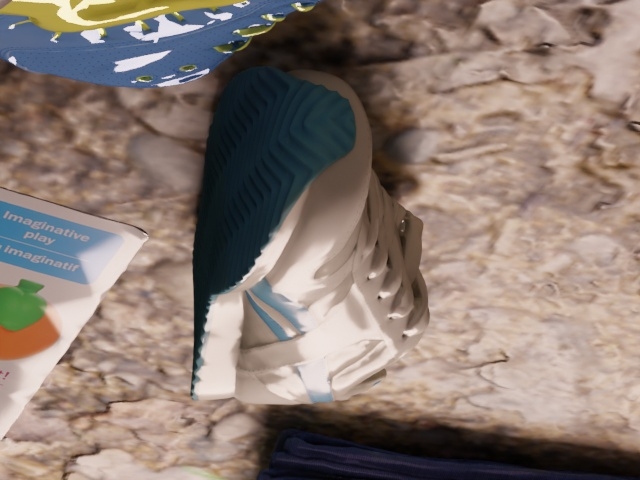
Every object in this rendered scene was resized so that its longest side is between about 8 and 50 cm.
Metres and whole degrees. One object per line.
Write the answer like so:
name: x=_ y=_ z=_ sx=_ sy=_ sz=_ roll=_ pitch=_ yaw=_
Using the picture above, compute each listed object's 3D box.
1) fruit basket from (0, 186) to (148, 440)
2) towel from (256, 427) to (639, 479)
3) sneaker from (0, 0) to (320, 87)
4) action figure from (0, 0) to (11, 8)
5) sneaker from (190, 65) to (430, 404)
fruit basket: x=-0.289 y=0.054 z=0.834 sx=0.327 sy=0.165 sz=0.353 roll=19 pitch=144 yaw=-21
towel: x=0.072 y=0.197 z=1.146 sx=0.243 sy=0.040 sz=0.336 roll=6 pitch=152 yaw=-3
sneaker: x=-0.029 y=-0.104 z=0.614 sx=0.240 sy=0.091 sz=0.126 roll=-3 pitch=167 yaw=15
action figure: x=-0.120 y=-0.072 z=0.368 sx=0.178 sy=0.341 sz=0.330 roll=29 pitch=-160 yaw=20
sneaker: x=0.000 y=0.000 z=0.775 sx=0.092 sy=0.087 sz=0.229 roll=2 pitch=157 yaw=-7
